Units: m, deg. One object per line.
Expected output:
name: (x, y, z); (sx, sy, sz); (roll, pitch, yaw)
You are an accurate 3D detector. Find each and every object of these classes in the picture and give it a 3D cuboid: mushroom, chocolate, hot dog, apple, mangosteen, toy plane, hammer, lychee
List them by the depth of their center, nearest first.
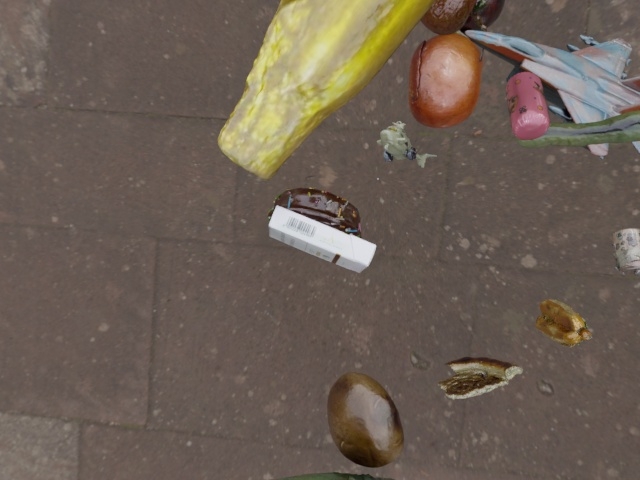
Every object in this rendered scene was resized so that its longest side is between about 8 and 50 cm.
mushroom: (0.049, 0.188, 0.545); (0.088, 0.129, 0.073); (20, 66, 34)
hammer: (0.223, -0.145, 0.588); (0.043, 0.043, 0.083); (0, 55, 6)
chocolate: (0.029, -0.272, 0.633); (0.162, 0.162, 0.445); (38, 96, 1)
toy plane: (0.369, -0.247, 0.833); (0.326, 0.104, 0.223); (21, 72, 5)
lychee: (0.208, -0.371, 0.855); (0.140, 0.101, 0.114); (5, 139, -21)
hot dog: (0.676, 0.232, 1.519); (0.072, 0.269, 0.109); (12, 96, -1)
toy plane: (0.249, -0.269, 1.576); (0.092, 0.286, 0.108); (0, 76, 36)
apple: (0.375, -0.470, 1.623); (0.206, 0.251, 0.272); (7, 61, 18)
mangosteen: (0.452, -0.739, 1.713); (0.228, 0.228, 0.265); (27, 123, 2)

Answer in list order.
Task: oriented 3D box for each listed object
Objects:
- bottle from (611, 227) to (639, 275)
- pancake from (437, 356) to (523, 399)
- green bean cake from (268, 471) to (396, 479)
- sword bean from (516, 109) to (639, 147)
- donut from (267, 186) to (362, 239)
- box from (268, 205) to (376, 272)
bottle: (0.990, 0.044, 1.742); (0.099, 0.099, 0.152); (0, 73, 6)
pancake: (0.497, 0.421, 1.737); (0.257, 0.212, 0.056); (-20, 100, 8)
green bean cake: (-0.030, 0.269, 0.503); (0.185, 0.183, 0.094); (-13, 62, 25)
sword bean: (0.380, -0.142, 0.665); (0.269, 0.038, 0.043); (-3, 98, 23)
donut: (-0.008, -0.054, 1.305); (0.235, 0.235, 0.089); (12, 74, 5)
box: (0.000, 0.001, 0.805); (0.154, 0.084, 0.040); (21, 77, 0)
